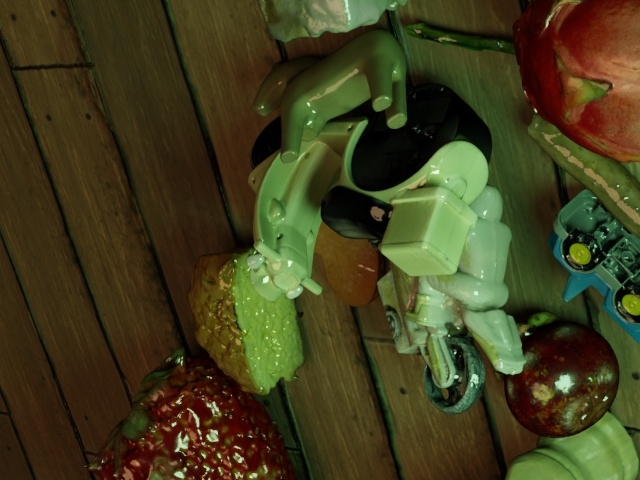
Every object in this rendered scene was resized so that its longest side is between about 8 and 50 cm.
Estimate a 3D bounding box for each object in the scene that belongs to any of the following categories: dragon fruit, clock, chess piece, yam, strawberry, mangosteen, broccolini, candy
[{"bbox_3d":[0.322,-0.189,1.414,0.252,0.241,0.241,29,133,7],"label":"dragon fruit"},{"bbox_3d":[0.034,-0.059,1.724,0.379,0.276,0.120,-10,142,44],"label":"clock"},{"bbox_3d":[0.270,0.329,1.737,0.137,0.301,0.137,24,131,31],"label":"chess piece"},{"bbox_3d":[0.334,-0.066,1.608,0.241,0.057,0.057,45,137,12],"label":"yam"},{"bbox_3d":[-0.160,0.343,2.171,0.343,0.292,0.292,32,136,-3],"label":"strawberry"},{"bbox_3d":[0.288,0.151,1.739,0.156,0.146,0.181,61,-173,-47],"label":"mangosteen"},{"bbox_3d":[0.204,-0.224,1.616,0.254,0.057,0.071,13,82,31],"label":"broccolini"},{"bbox_3d":[0.010,-0.339,1.625,0.137,0.185,0.195,-7,107,38],"label":"candy"}]

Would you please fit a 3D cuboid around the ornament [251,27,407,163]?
[{"bbox_3d":[0.004,-0.185,1.744,0.230,0.245,0.061,-29,124,24],"label":"ornament"}]

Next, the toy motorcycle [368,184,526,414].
[{"bbox_3d":[0.159,0.035,1.720,0.223,0.108,0.340,-46,48,38],"label":"toy motorcycle"}]

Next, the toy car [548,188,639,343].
[{"bbox_3d":[0.342,0.040,1.634,0.191,0.097,0.100,46,138,8],"label":"toy car"}]

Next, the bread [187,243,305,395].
[{"bbox_3d":[-0.112,0.105,2.050,0.139,0.143,0.229,12,118,47],"label":"bread"}]

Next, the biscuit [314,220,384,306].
[{"bbox_3d":[0.000,0.000,1.941,0.192,0.036,0.186,15,125,30],"label":"biscuit"}]
